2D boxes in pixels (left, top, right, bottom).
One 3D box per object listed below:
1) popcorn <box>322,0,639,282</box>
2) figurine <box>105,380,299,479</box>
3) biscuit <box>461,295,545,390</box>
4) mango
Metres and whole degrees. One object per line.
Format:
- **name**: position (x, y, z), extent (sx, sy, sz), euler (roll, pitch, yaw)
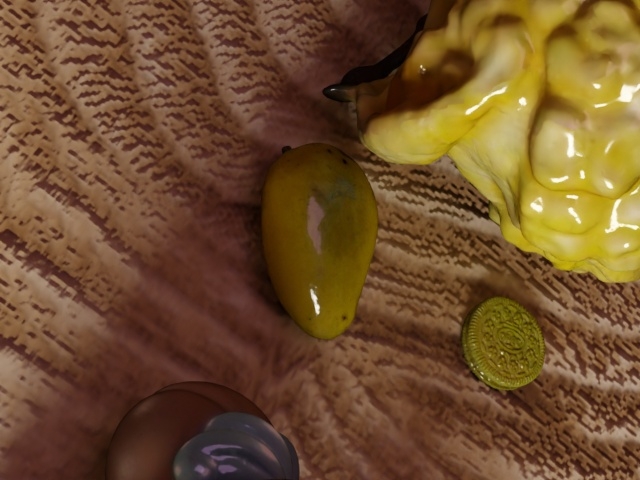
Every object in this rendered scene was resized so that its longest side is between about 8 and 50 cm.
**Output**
- **popcorn**: position (0.196, -0.127, 1.165), extent (0.381, 0.349, 0.349), euler (6, 63, 15)
- **figurine**: position (-0.006, 0.294, 0.936), extent (0.388, 0.248, 0.276), euler (49, 52, -21)
- **biscuit**: position (0.162, 0.091, 1.223), extent (0.084, 0.023, 0.084), euler (12, 66, -28)
- **mango**: position (0.000, 0.000, 1.122), extent (0.103, 0.076, 0.161), euler (5, 79, -38)
